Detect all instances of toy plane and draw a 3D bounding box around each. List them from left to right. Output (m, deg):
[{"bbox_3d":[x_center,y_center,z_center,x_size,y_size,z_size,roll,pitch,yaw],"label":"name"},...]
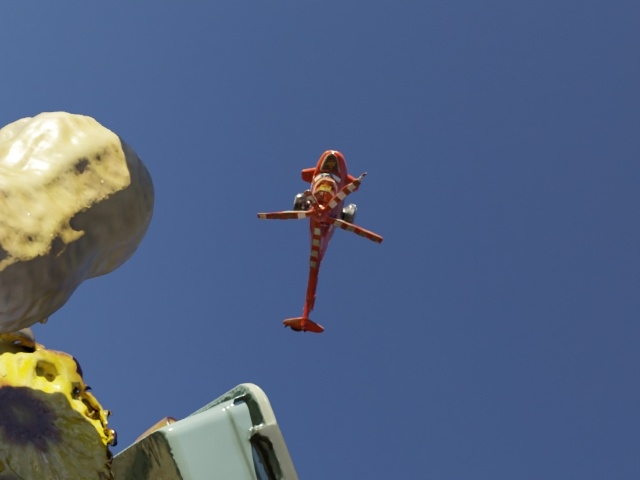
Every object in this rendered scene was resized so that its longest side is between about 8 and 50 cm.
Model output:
[{"bbox_3d":[0.008,0.001,1.427,0.126,0.077,0.194,-6,-66,14],"label":"toy plane"}]

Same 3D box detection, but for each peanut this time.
[{"bbox_3d":[-0.230,-0.014,1.054,0.149,0.313,0.149,8,-67,20],"label":"peanut"}]

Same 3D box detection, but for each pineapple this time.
[{"bbox_3d":[-0.263,0.158,1.142,0.076,0.225,0.225,-42,-111,24],"label":"pineapple"}]

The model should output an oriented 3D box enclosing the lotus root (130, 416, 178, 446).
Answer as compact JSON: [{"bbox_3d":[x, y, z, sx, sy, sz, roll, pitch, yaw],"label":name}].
[{"bbox_3d":[-0.192,0.360,1.788,0.180,0.188,0.199,-39,-127,1],"label":"lotus root"}]

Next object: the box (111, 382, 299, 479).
[{"bbox_3d":[-0.114,0.245,1.313,0.227,0.130,0.162,-36,-109,52],"label":"box"}]
